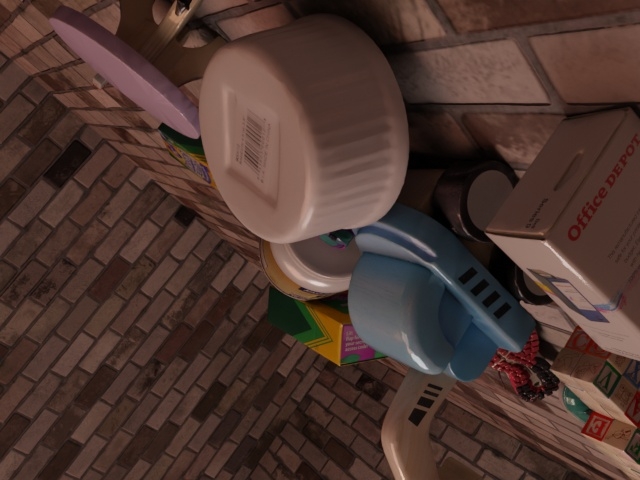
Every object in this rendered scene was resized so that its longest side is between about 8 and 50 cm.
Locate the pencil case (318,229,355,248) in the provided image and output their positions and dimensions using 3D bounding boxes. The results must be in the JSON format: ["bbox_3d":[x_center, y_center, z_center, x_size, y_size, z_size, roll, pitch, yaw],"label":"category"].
[{"bbox_3d":[0.053,-0.061,1.044,0.070,0.151,0.064,36,170,-18],"label":"pencil case"}]

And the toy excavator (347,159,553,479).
[{"bbox_3d":[0.159,0.161,0.881,0.433,0.445,0.222,43,167,-26],"label":"toy excavator"}]

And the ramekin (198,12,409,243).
[{"bbox_3d":[-0.035,-0.129,0.750,0.277,0.135,0.277,31,132,42],"label":"ramekin"}]

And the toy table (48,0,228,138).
[{"bbox_3d":[-0.259,-0.310,0.960,0.274,0.161,0.252,42,167,-26],"label":"toy table"}]

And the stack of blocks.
[{"bbox_3d":[0.501,0.261,0.964,0.297,0.171,0.087,42,167,-21],"label":"stack of blocks"}]

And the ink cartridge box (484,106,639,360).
[{"bbox_3d":[0.291,-0.001,0.594,0.212,0.154,0.093,40,169,-20],"label":"ink cartridge box"}]

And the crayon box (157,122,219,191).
[{"bbox_3d":[-0.267,-0.196,1.606,0.323,0.083,0.203,35,168,3],"label":"crayon box"}]

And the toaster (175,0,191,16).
[{"bbox_3d":[-0.087,-0.299,0.456,0.110,0.185,0.168,35,170,-17],"label":"toaster"}]

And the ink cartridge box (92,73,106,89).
[{"bbox_3d":[-0.576,-0.434,1.611,0.029,0.063,0.115,42,167,-17],"label":"ink cartridge box"}]

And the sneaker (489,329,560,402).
[{"bbox_3d":[0.397,0.223,1.273,0.299,0.121,0.112,54,-169,-34],"label":"sneaker"}]

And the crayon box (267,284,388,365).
[{"bbox_3d":[0.106,0.176,1.442,0.363,0.106,0.313,-3,-166,-33],"label":"crayon box"}]

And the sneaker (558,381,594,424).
[{"bbox_3d":[0.606,0.347,1.179,0.302,0.108,0.121,31,169,-16],"label":"sneaker"}]

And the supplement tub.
[{"bbox_3d":[0.000,0.000,1.228,0.228,0.228,0.316,37,166,-3],"label":"supplement tub"}]
